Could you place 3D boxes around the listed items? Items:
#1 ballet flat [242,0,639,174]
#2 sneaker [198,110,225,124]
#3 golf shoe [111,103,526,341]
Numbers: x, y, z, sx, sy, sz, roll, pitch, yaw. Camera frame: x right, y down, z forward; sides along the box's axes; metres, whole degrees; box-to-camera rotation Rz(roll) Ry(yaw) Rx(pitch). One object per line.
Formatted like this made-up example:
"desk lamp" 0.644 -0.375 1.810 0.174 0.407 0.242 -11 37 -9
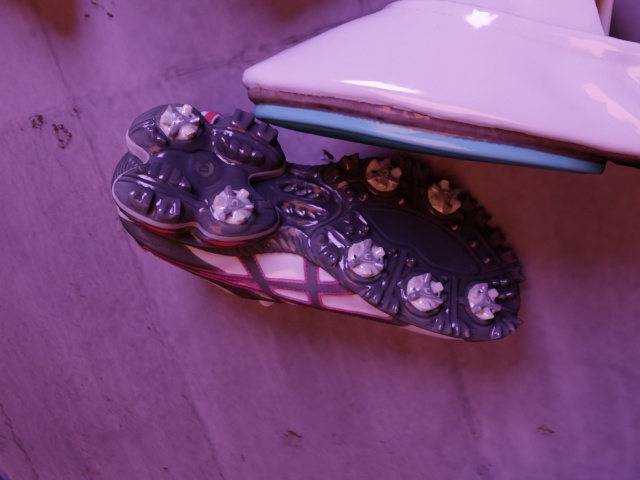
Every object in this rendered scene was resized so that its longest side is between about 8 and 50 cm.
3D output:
"ballet flat" 0.163 -0.081 0.344 0.401 0.139 0.139 14 119 11
"sneaker" -0.086 -0.038 0.502 0.067 0.042 0.118 3 113 25
"golf shoe" 0.000 0.000 0.455 0.273 0.105 0.120 21 151 -7
